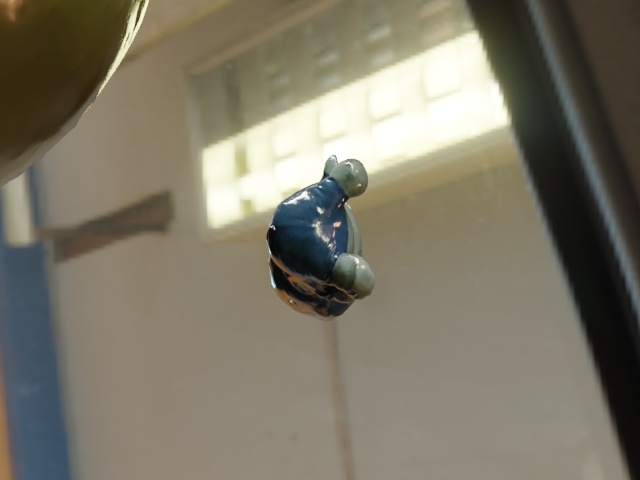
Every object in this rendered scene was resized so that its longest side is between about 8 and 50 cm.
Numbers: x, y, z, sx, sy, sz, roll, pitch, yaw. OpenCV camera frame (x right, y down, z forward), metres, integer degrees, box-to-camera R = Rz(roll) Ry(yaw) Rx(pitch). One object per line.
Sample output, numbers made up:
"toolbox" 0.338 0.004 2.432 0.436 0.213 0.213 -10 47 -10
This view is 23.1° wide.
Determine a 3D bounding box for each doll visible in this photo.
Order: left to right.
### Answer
"doll" 0.000 0.000 0.750 0.083 0.050 0.076 92 -1 -71

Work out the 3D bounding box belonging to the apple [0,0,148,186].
"apple" -0.198 -0.128 0.561 0.279 0.279 0.279 2 -88 54
